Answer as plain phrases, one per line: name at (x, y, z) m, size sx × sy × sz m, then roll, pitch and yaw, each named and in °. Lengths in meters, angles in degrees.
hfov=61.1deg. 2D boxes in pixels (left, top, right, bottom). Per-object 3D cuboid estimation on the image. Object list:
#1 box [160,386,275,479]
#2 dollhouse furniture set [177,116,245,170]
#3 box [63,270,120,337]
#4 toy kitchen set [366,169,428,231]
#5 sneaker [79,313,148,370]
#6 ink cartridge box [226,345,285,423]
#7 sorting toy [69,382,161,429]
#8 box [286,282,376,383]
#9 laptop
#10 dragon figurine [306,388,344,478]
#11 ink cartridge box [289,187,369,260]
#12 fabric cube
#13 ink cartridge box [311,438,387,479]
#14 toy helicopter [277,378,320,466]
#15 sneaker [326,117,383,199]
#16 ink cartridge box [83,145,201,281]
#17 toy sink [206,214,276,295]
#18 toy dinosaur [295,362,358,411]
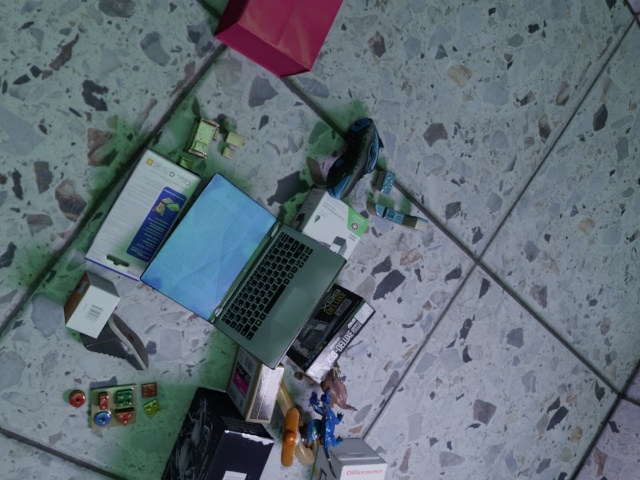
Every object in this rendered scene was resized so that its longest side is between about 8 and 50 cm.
box at (-0.334, 0.697, 1.710) m, size 0.179 × 0.312 × 0.343 m, roll 23°, pitch 89°, yaw -28°
dollhouse furniture set at (-0.328, -0.259, 1.648) m, size 0.161 × 0.101 × 0.182 m, roll 20°, pitch 91°, yaw -28°
box at (-0.649, 0.177, 1.532) m, size 0.091 × 0.170 × 0.130 m, roll 32°, pitch 85°, yaw -29°
toy kitchen set at (0.296, -0.144, 1.970) m, size 0.207 × 0.122 × 0.166 m, roll 18°, pitch 92°, yaw -28°
sneaker at (-0.619, 0.325, 1.642) m, size 0.118 × 0.083 × 0.222 m, roll -25°, pitch 120°, yaw 1°
ink cartridge box at (-0.217, 0.453, 1.766) m, size 0.088 × 0.234 × 0.193 m, roll 15°, pitch 92°, yaw -28°
sorting toy at (-0.628, 0.521, 1.680) m, size 0.274 × 0.046 × 0.132 m, roll 0°, pitch 100°, yaw -27°
box at (0.018, 0.304, 1.851) m, size 0.076 × 0.242 × 0.307 m, roll 45°, pitch 80°, yaw -26°
laptop at (-0.215, 0.085, 1.554) m, size 0.382 × 0.408 × 0.236 m, roll -56°, pitch 152°, yaw -8°
dragon figurine at (0.009, 0.648, 1.829) m, size 0.144 × 0.085 × 0.289 m, roll 23°, pitch 69°, yaw -51°
ink cartridge box at (0.000, 0.000, 1.850) m, size 0.211 × 0.121 × 0.289 m, roll 33°, pitch 85°, yaw -27°
fabric cube at (-0.124, -0.664, 1.589) m, size 0.259 × 0.254 × 0.258 m, roll 25°, pitch 90°, yaw -29°
ink cartridge box at (0.096, 0.914, 2.031) m, size 0.198 × 0.197 × 0.270 m, roll 10°, pitch 96°, yaw -27°
toy helicopter at (-0.109, 0.613, 1.875) m, size 0.140 × 0.235 × 0.355 m, roll -23°, pitch 93°, yaw 13°
sneaker at (0.133, -0.257, 1.823) m, size 0.140 × 0.125 × 0.341 m, roll 49°, pitch 54°, yaw -36°
ink cartridge box at (-0.521, -0.074, 1.589) m, size 0.175 × 0.069 × 0.371 m, roll 29°, pitch 95°, yaw -28°
toy sink at (-0.254, 0.039, 1.727) m, size 0.234 × 0.131 × 0.153 m, roll -47°, pitch 116°, yaw -13°
toy dinosaur at (0.041, 0.504, 1.906) m, size 0.127 × 0.200 × 0.296 m, roll -33°, pitch 89°, yaw -32°
